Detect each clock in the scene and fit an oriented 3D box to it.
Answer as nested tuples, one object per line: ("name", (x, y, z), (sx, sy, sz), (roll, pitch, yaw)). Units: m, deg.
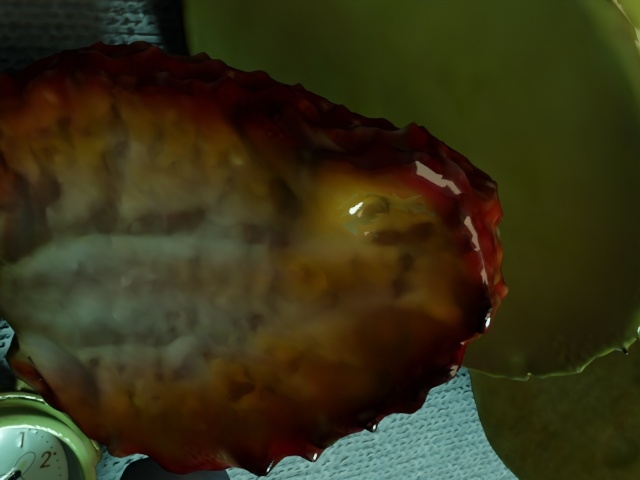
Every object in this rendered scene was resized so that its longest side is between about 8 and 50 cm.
("clock", (-0.225, 0.159, 0.796), (0.170, 0.069, 0.232), (-2, 110, -41))

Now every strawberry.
("strawberry", (-0.042, -0.002, 0.702), (0.149, 0.336, 0.265), (-43, 124, -52))

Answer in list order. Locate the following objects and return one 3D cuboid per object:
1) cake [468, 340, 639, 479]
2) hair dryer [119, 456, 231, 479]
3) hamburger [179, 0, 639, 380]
("cake", (0.333, 0.106, 1.098), (0.321, 0.332, 0.332), (17, 98, -50))
("hair dryer", (-0.065, 0.344, 0.891), (0.361, 0.121, 0.301), (62, 21, -60))
("hamburger", (0.134, -0.126, 0.756), (0.277, 0.396, 0.395), (-37, 131, -32))
